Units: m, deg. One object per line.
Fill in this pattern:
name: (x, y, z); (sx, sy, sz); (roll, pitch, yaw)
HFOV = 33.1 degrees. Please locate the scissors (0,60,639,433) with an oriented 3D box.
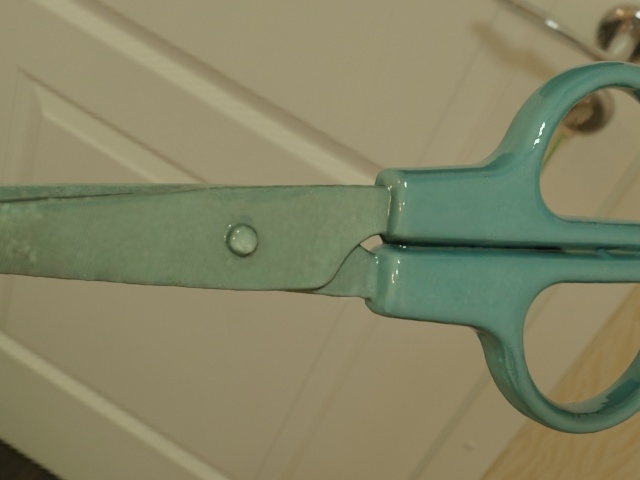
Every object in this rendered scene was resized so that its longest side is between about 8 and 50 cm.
scissors: (0.000, 0.000, 0.482); (0.447, 0.193, 0.029); (2, 7, -27)
